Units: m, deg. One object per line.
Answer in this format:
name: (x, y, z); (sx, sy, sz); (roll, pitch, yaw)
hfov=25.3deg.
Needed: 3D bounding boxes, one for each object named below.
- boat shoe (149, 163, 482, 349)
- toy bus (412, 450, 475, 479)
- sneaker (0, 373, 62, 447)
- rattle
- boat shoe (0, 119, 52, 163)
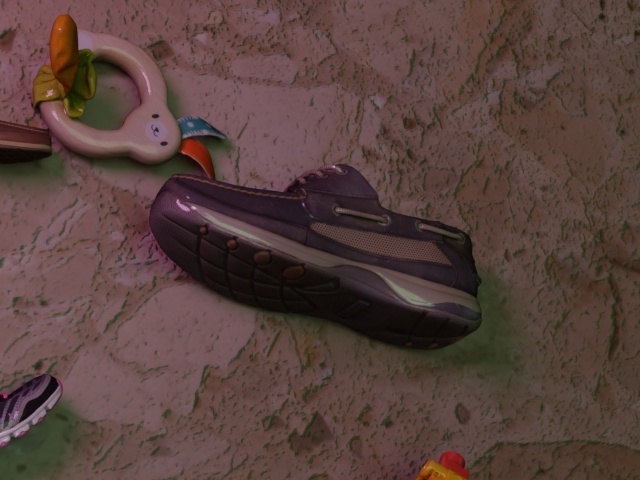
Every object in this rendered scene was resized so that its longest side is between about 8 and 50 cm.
boat shoe: (0.000, 0.000, 1.390); (0.355, 0.132, 0.130); (21, 61, -26)
toy bus: (0.091, 0.307, 1.331); (0.149, 0.220, 0.211); (30, 36, -7)
sneaker: (-0.309, 0.152, 1.248); (0.170, 0.063, 0.075); (-29, 96, -20)
rattle: (-0.163, -0.135, 1.339); (0.199, 0.143, 0.130); (33, 49, -6)
boat shoe: (-0.331, -0.108, 1.299); (0.178, 0.064, 0.060); (7, 77, -18)
